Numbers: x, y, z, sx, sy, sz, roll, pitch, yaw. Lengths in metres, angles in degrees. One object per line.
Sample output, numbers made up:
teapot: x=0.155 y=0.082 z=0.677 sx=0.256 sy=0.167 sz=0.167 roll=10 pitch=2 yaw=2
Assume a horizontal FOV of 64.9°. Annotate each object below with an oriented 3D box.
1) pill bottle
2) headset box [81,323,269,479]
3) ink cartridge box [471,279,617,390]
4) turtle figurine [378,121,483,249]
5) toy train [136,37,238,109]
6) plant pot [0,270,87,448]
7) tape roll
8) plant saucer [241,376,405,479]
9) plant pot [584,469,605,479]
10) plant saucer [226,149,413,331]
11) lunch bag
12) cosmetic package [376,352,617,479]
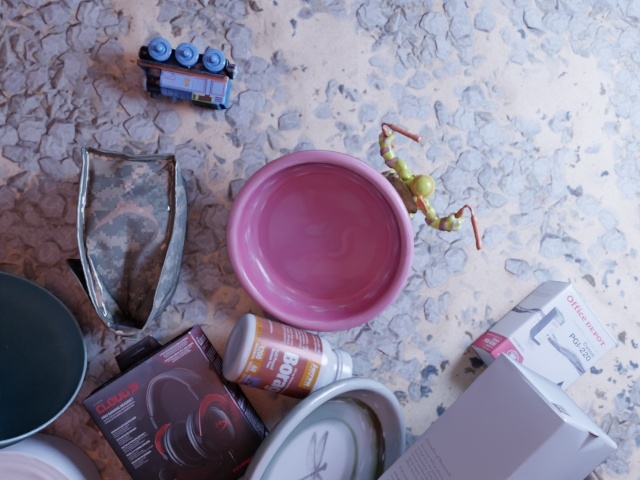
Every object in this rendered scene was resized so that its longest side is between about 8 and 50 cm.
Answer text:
pill bottle: x=-0.057 y=0.219 z=0.913 sx=0.216 sy=0.121 sz=0.121 roll=21 pitch=86 yaw=-20
headset box: x=-0.256 y=0.310 z=0.904 sx=0.218 sy=0.110 sz=0.293 roll=-32 pitch=92 yaw=-6
ink cartridge box: x=0.441 y=0.205 z=0.996 sx=0.218 sy=0.092 sz=0.158 roll=-39 pitch=93 yaw=-8
turtle figurine: x=0.166 y=-0.077 z=0.909 sx=0.087 sy=0.217 sz=0.269 roll=-41 pitch=93 yaw=-6
toy train: x=-0.250 y=-0.309 z=0.942 sx=0.184 sy=0.080 sz=0.105 roll=9 pitch=93 yaw=-6
plant pot: x=-0.566 y=0.218 z=0.815 sx=0.195 sy=0.290 sz=0.290 roll=-40 pitch=93 yaw=30
tape roll: x=-0.528 y=0.490 z=0.875 sx=0.286 sy=0.100 sz=0.286 roll=0 pitch=87 yaw=-6
plant saucer: x=-0.011 y=0.417 z=0.875 sx=0.401 sy=0.101 sz=0.400 roll=-13 pitch=109 yaw=-42
plant pot: x=0.449 y=0.538 z=0.927 sx=0.229 sy=0.263 sz=0.263 roll=-39 pitch=93 yaw=11
plant saucer: x=0.000 y=0.000 z=0.910 sx=0.332 sy=0.084 sz=0.332 roll=3 pitch=107 yaw=9
lunch bag: x=-0.313 y=0.011 z=0.844 sx=0.169 sy=0.235 sz=0.286 roll=3 pitch=87 yaw=-12
cosmetic package: x=0.274 y=0.399 z=0.852 sx=0.217 sy=0.156 sz=0.385 roll=33 pitch=101 yaw=-36
